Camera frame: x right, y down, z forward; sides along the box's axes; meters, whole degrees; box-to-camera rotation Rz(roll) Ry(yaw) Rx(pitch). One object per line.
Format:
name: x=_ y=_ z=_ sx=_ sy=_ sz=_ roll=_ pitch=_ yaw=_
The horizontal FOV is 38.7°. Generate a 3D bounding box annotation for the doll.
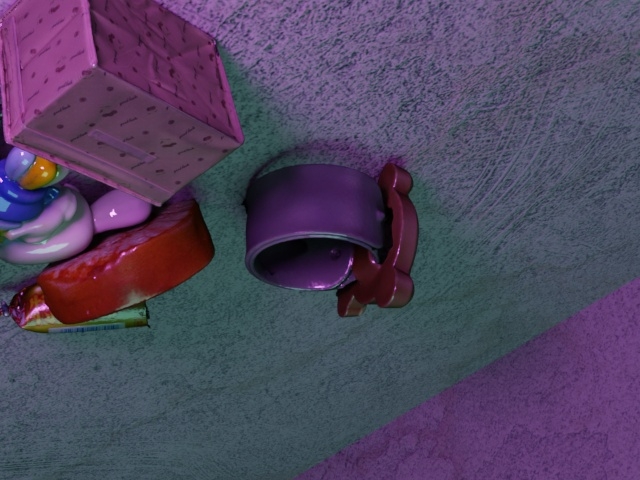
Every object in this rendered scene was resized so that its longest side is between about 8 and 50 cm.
doll: x=-0.524 y=-0.060 z=1.562 sx=0.376 sy=0.187 sz=0.365 roll=-35 pitch=159 yaw=-3

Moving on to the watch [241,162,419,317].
watch: x=0.000 y=0.000 z=1.833 sx=0.326 sy=0.314 sz=0.335 roll=11 pitch=153 yaw=-19

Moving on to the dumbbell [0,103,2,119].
dumbbell: x=-0.499 y=-0.199 z=1.413 sx=0.254 sy=0.082 sz=0.082 roll=-15 pitch=150 yaw=-3

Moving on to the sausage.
sausage: x=-0.522 y=0.131 z=1.916 sx=0.317 sy=0.125 sz=0.117 roll=-3 pitch=151 yaw=-17

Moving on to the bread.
bread: x=-0.367 y=0.042 z=1.704 sx=0.327 sy=0.295 sz=0.114 roll=-19 pitch=106 yaw=12

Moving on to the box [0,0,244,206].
box: x=-0.289 y=-0.225 z=1.329 sx=0.190 sy=0.225 sz=0.297 roll=-31 pitch=148 yaw=24
